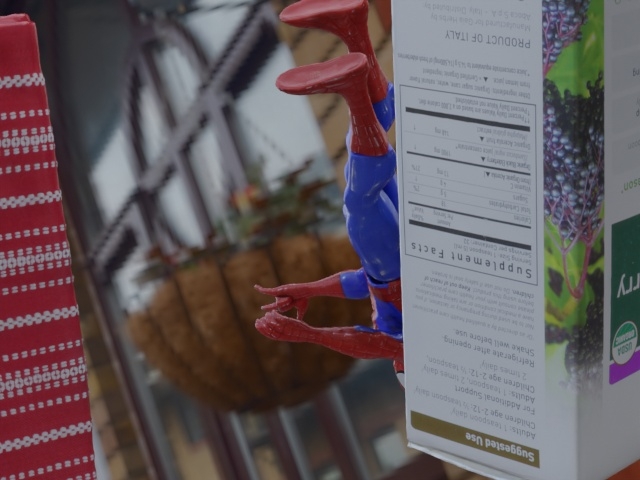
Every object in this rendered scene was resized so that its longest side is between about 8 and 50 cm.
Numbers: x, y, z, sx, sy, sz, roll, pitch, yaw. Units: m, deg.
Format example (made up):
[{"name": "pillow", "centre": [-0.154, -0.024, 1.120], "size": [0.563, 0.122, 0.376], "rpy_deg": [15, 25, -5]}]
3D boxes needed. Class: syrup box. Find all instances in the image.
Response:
[{"name": "syrup box", "centre": [0.094, -0.026, 0.706], "size": [0.096, 0.237, 0.093], "rpy_deg": [12, 22, 42]}]

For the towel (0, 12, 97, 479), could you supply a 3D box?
[{"name": "towel", "centre": [-0.208, 0.029, 0.829], "size": [0.199, 0.274, 0.031], "rpy_deg": [-10, 6, -37]}]

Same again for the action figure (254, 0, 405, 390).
[{"name": "action figure", "centre": [0.000, 0.000, 0.990], "size": [0.139, 0.091, 0.280], "rpy_deg": [-11, -48, 14]}]
